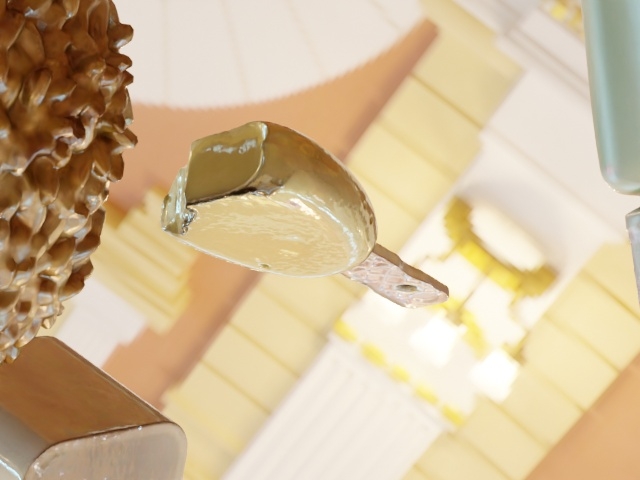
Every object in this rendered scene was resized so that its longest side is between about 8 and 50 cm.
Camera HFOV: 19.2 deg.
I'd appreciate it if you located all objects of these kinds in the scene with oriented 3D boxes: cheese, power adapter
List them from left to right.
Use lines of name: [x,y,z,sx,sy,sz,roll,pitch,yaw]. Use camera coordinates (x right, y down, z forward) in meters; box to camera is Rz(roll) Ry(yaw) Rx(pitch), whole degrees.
power adapter: [-0.200,0.131,1.205,0.130,0.125,0.205,-7,-154,-42]
cheese: [0.000,0.000,1.210,0.255,0.127,0.050,32,-128,-49]

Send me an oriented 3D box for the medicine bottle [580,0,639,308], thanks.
medicine bottle: [0.184,-0.080,0.812,0.139,0.139,0.225,-4,-92,-52]

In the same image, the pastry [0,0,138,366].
pastry: [-0.281,-0.071,0.989,0.410,0.409,0.245,17,-164,-35]
